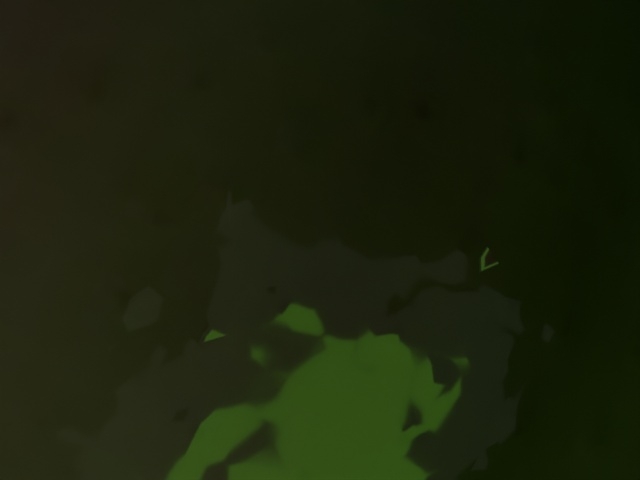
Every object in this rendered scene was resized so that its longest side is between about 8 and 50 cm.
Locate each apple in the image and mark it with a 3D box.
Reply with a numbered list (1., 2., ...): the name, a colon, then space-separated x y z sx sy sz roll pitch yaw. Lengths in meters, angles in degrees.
1. apple: -0.055 -0.015 0.629 0.473 0.473 0.474 -24 139 -22
